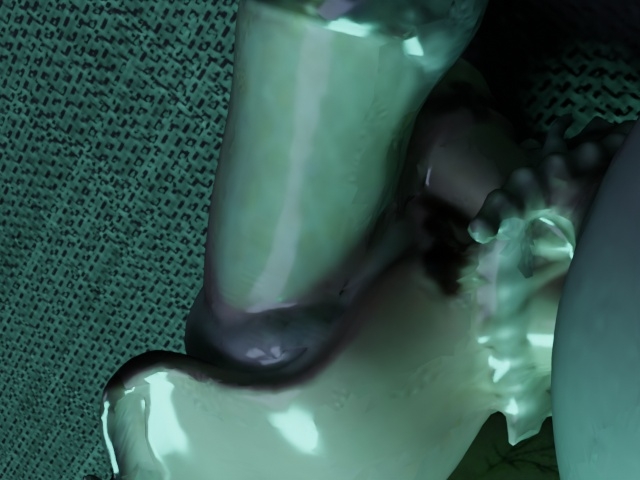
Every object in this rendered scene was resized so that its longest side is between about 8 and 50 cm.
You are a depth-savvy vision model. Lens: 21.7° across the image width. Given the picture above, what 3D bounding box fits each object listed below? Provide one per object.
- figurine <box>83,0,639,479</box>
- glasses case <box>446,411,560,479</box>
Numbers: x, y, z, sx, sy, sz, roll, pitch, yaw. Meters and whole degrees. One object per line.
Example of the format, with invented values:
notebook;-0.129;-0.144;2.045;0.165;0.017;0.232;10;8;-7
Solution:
figurine;0.131;0.045;0.480;0.361;0.211;0.253;12;167;32
glasses case;0.184;0.161;0.591;0.425;0.156;0.098;19;146;26
